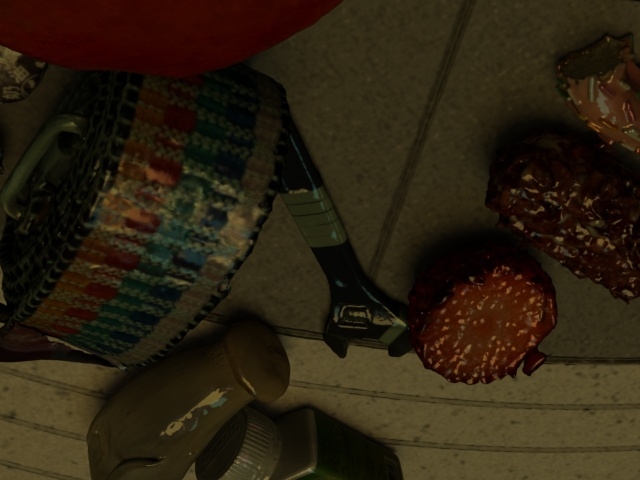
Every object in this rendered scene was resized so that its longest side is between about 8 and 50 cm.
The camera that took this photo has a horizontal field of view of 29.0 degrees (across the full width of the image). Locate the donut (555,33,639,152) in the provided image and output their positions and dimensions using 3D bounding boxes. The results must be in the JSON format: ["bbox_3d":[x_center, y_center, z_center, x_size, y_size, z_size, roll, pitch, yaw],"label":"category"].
[{"bbox_3d":[0.277,-0.119,0.981,0.166,0.065,0.117,-19,127,14],"label":"donut"}]

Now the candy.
[{"bbox_3d":[-0.234,-0.136,0.946,0.094,0.051,0.226,22,125,-27],"label":"candy"}]

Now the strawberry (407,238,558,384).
[{"bbox_3d":[0.141,0.060,1.105,0.145,0.086,0.145,-2,132,-2],"label":"strawberry"}]

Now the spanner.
[{"bbox_3d":[0.000,0.000,1.089,0.087,0.024,0.315,-16,129,16],"label":"spanner"}]

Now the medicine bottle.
[{"bbox_3d":[-0.025,0.240,1.242,0.188,0.088,0.132,31,122,-26],"label":"medicine bottle"}]

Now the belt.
[{"bbox_3d":[-0.155,-0.033,0.938,0.161,0.206,0.295,21,141,-24],"label":"belt"}]

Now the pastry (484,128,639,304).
[{"bbox_3d":[0.230,-0.022,1.034,0.209,0.097,0.115,28,135,-20],"label":"pastry"}]

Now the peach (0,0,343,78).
[{"bbox_3d":[-0.118,-0.264,0.725,0.380,0.242,0.306,-26,131,17],"label":"peach"}]

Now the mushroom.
[{"bbox_3d":[-0.139,0.166,1.171,0.247,0.096,0.108,-42,92,23],"label":"mushroom"}]
